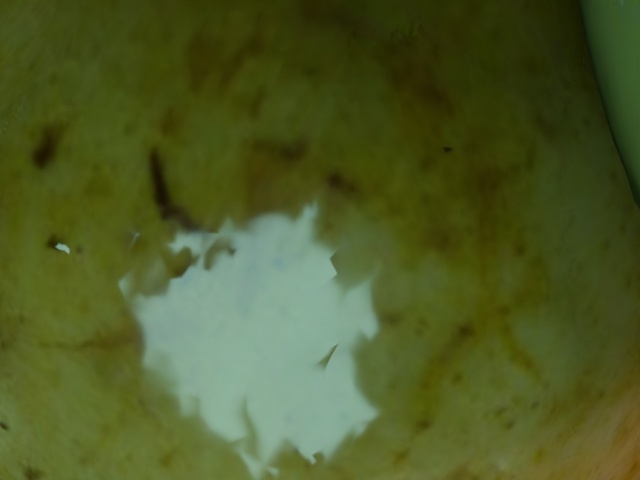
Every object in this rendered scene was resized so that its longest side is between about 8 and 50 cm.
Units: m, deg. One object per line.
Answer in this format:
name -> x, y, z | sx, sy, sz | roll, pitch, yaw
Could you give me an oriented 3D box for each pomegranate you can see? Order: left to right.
pomegranate -> 0.000, 0.000, 0.474 | 0.260, 0.260, 0.260 | 7, 117, 14

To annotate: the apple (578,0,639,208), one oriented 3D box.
apple -> 0.247, -0.113, 0.236 | 0.473, 0.473, 0.474 | 7, 117, 14
